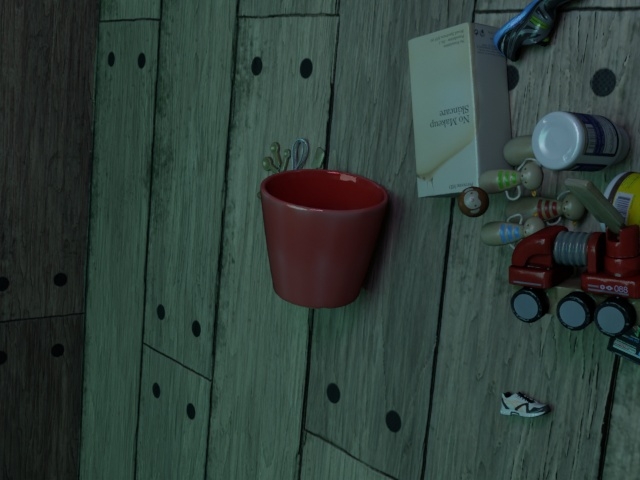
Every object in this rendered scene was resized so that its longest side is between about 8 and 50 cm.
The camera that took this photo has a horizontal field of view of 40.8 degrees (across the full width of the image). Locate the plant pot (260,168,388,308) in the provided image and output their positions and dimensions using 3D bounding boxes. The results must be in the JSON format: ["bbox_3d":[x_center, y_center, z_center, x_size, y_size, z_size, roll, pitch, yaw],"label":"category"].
[{"bbox_3d":[0.000,0.000,1.869,0.275,0.274,0.243,28,122,45],"label":"plant pot"}]

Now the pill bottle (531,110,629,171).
[{"bbox_3d":[0.431,-0.160,1.408,0.094,0.169,0.094,3,93,49],"label":"pill bottle"}]

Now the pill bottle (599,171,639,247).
[{"bbox_3d":[0.549,-0.033,1.319,0.215,0.117,0.117,20,107,47],"label":"pill bottle"}]

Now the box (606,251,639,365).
[{"bbox_3d":[0.576,0.134,1.349,0.220,0.051,0.175,26,112,45],"label":"box"}]

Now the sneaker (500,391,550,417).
[{"bbox_3d":[0.377,0.304,1.599,0.109,0.040,0.044,-6,85,49],"label":"sneaker"}]

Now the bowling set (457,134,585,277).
[{"bbox_3d":[0.353,-0.053,1.494,0.154,0.199,0.287,-4,93,48],"label":"bowling set"}]

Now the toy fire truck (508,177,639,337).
[{"bbox_3d":[0.398,0.012,1.338,0.217,0.158,0.247,7,108,40],"label":"toy fire truck"}]

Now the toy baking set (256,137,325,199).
[{"bbox_3d":[-0.082,-0.149,2.110,0.256,0.030,0.197,1,93,49],"label":"toy baking set"}]

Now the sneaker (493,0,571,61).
[{"bbox_3d":[0.394,-0.389,1.530,0.188,0.067,0.078,-39,85,41],"label":"sneaker"}]

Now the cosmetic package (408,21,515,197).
[{"bbox_3d":[0.267,-0.240,1.639,0.160,0.113,0.310,-6,87,49],"label":"cosmetic package"}]
